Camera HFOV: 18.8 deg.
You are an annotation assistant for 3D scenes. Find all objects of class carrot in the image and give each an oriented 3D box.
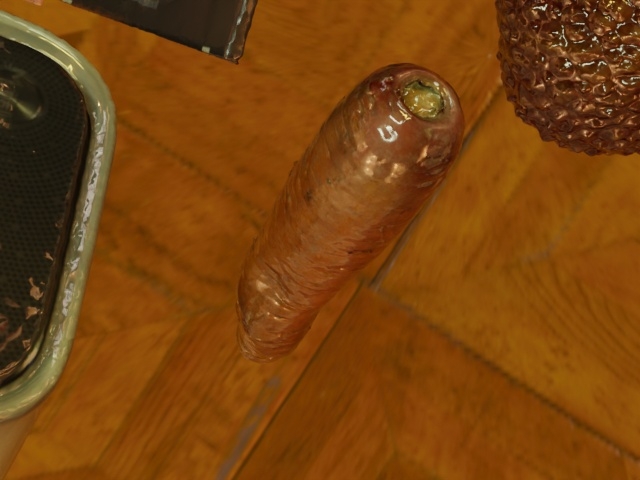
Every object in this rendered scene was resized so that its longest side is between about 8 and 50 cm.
[{"bbox_3d":[0.000,0.000,0.866,0.059,0.248,0.059,10,58,-17],"label":"carrot"}]

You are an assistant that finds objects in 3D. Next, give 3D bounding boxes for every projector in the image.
[{"bbox_3d":[-0.262,0.030,0.953,0.249,0.248,0.249,19,138,-14],"label":"projector"}]

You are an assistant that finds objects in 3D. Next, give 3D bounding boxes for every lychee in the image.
[{"bbox_3d":[0.199,-0.147,1.224,0.194,0.194,0.194,0,95,5],"label":"lychee"}]

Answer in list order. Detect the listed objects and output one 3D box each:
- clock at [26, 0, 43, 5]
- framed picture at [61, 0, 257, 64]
[{"bbox_3d":[-0.260,-0.255,1.196,0.255,0.106,0.220,14,99,-36],"label":"clock"},{"bbox_3d":[-0.041,-0.253,0.889,0.013,0.244,0.324,14,97,-28],"label":"framed picture"}]
